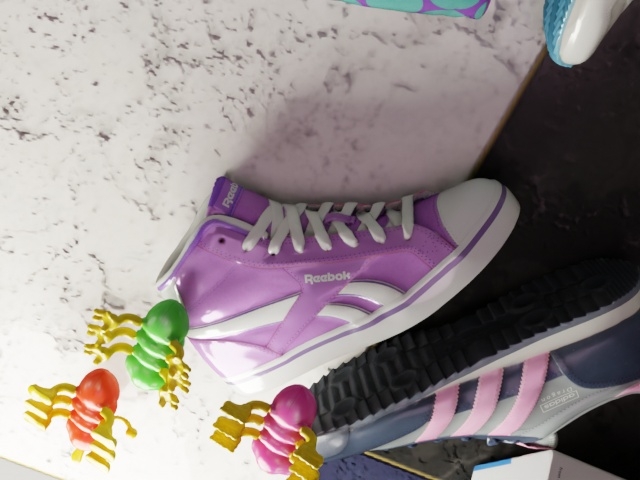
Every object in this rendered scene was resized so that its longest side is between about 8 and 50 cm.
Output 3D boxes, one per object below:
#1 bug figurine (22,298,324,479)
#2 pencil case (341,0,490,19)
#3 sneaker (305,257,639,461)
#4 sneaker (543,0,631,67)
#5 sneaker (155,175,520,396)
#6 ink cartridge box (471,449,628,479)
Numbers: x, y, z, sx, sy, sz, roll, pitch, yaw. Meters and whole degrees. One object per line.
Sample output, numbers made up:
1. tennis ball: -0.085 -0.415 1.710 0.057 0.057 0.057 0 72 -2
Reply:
1. bug figurine: -0.096 0.158 0.861 0.279 0.072 0.216 33 129 10
2. pencil case: 0.043 -0.194 0.740 0.152 0.064 0.070 8 134 -3
3. sneaker: 0.127 0.134 0.882 0.319 0.112 0.131 -23 112 14
4. sneaker: 0.220 -0.213 0.714 0.092 0.087 0.228 18 118 -10
5. sneaker: 0.000 0.001 0.824 0.282 0.102 0.161 -30 110 16
6. ink cartridge box: 0.239 0.258 0.921 0.203 0.086 0.148 23 157 -12
